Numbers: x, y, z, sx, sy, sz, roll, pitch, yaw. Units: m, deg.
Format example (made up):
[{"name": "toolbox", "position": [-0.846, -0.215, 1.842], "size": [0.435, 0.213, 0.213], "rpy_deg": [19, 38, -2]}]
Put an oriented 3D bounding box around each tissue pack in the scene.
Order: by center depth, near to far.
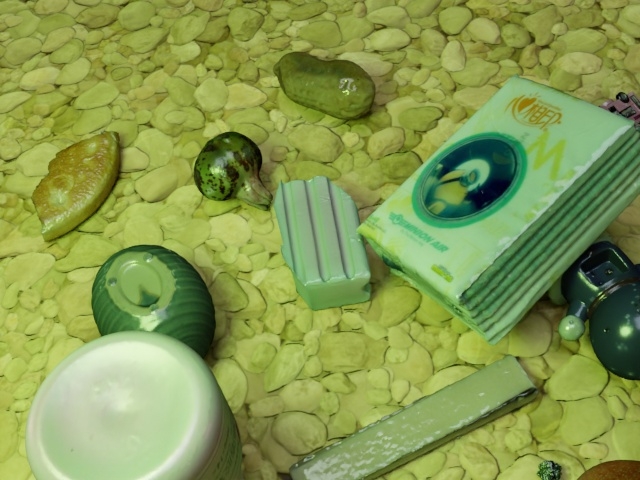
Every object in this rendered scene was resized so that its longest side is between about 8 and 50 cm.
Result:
[{"name": "tissue pack", "position": [0.294, -0.061, 1.431], "size": [0.388, 0.162, 0.287], "rpy_deg": [-45, 41, -6]}]

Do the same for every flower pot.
[{"name": "flower pot", "position": [-0.276, 0.112, 1.471], "size": [0.189, 0.157, 0.243], "rpy_deg": [-33, 56, -13]}]

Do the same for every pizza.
[{"name": "pizza", "position": [-0.470, -0.110, 1.714], "size": [0.135, 0.056, 0.271], "rpy_deg": [8, 58, 11]}]

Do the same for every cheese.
[{"name": "cheese", "position": [0.144, 0.291, 1.365], "size": [0.400, 0.034, 0.085], "rpy_deg": [-25, 51, -10]}]

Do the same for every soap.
[{"name": "soap", "position": [0.000, 0.000, 1.553], "size": [0.145, 0.091, 0.230], "rpy_deg": [-8, 54, -2]}]

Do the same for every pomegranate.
[{"name": "pomegranate", "position": [-0.156, -0.128, 1.642], "size": [0.163, 0.125, 0.138], "rpy_deg": [27, 50, 23]}]

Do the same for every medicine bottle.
[{"name": "medicine bottle", "position": [-0.233, 0.301, 1.230], "size": [0.256, 0.324, 0.256], "rpy_deg": [-4, 54, 6]}]

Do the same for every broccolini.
[{"name": "broccolini", "position": [0.343, 0.384, 1.279], "size": [0.035, 0.030, 0.139], "rpy_deg": [11, 54, -29]}]

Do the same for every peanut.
[{"name": "peanut", "position": [0.007, -0.313, 1.764], "size": [0.236, 0.110, 0.120], "rpy_deg": [26, 84, 31]}]

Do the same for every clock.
[{"name": "clock", "position": [0.466, 0.110, 1.384], "size": [0.200, 0.146, 0.243], "rpy_deg": [-24, 48, -11]}]

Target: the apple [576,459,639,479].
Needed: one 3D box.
[{"name": "apple", "position": [0.422, 0.383, 1.181], "size": [0.201, 0.162, 0.201], "rpy_deg": [-3, 56, 4]}]

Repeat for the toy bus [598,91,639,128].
[{"name": "toy bus", "position": [0.515, -0.201, 1.600], "size": [0.203, 0.063, 0.090], "rpy_deg": [-29, 75, -34]}]
